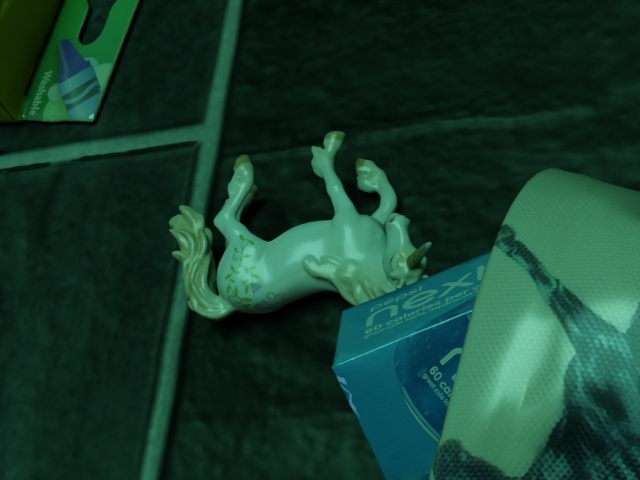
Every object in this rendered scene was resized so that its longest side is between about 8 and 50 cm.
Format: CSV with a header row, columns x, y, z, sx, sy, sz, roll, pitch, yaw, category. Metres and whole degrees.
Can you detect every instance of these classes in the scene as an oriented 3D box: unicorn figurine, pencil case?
x,y,z,sx,sy,sz,roll,pitch,yaw,category
0.000,0.000,0.805,0.162,0.060,0.111,-27,50,29,unicorn figurine
0.230,0.079,0.529,0.410,0.183,0.159,9,91,20,pencil case

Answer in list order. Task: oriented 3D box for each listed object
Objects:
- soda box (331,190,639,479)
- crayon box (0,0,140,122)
x,y,z,sx,sy,sz,roll,pitch,yaw,category
0.114,0.032,0.697,0.210,0.067,0.071,-23,14,12,soda box
-0.263,-0.178,1.029,0.323,0.083,0.203,2,61,27,crayon box
